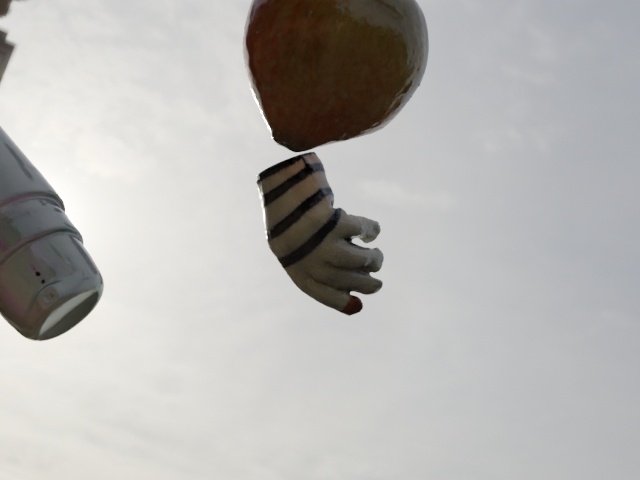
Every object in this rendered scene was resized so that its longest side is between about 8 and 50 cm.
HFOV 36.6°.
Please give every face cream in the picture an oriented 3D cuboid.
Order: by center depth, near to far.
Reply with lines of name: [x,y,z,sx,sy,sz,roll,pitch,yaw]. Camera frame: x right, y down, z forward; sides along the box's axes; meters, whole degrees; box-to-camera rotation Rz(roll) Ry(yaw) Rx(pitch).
face cream: [-0.290,-0.060,0.761,0.345,0.102,0.102,47,-23,19]

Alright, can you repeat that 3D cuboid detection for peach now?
peach: [0.009,-0.208,1.125,0.233,0.232,0.232,7,-29,4]

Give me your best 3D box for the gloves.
gloves: [-0.003,0.000,1.292,0.140,0.218,0.131,-23,-4,25]
